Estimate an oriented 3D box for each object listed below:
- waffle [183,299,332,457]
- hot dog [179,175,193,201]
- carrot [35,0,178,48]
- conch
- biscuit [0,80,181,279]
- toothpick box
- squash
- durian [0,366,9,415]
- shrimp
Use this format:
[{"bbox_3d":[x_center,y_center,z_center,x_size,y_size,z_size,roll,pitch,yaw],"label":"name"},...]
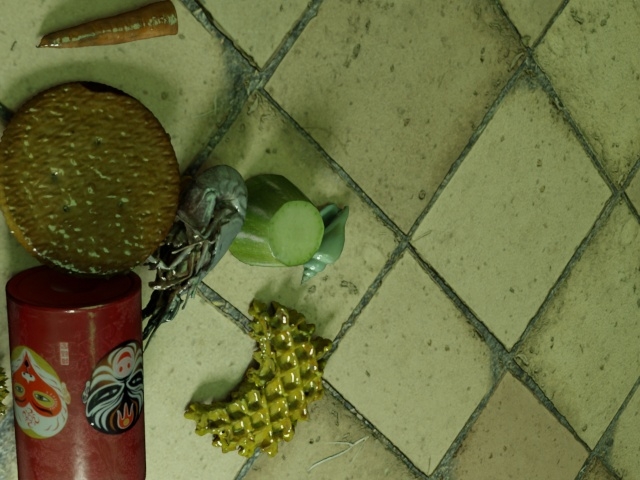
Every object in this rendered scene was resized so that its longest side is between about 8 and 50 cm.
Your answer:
[{"bbox_3d":[-0.093,0.268,2.131,0.260,0.069,0.292,36,82,-41],"label":"waffle"},{"bbox_3d":[-0.261,-0.062,1.893,0.137,0.028,0.044,-34,99,-30],"label":"hot dog"},{"bbox_3d":[-0.318,-0.316,1.740,0.224,0.057,0.057,-18,116,-32],"label":"carrot"},{"bbox_3d":[-0.002,0.002,2.120,0.088,0.065,0.180,34,68,-22],"label":"conch"},{"bbox_3d":[-0.345,-0.090,1.747,0.305,0.038,0.305,6,80,-36],"label":"biscuit"},{"bbox_3d":[-0.370,0.220,1.782,0.204,0.204,0.333,-12,113,-38],"label":"toothpick box"},{"bbox_3d":[-0.074,-0.027,2.013,0.170,0.123,0.170,-10,107,-34],"label":"squash"},{"bbox_3d":[-0.550,0.251,1.691,0.250,0.138,0.183,-21,110,-41],"label":"durian"},{"bbox_3d":[-0.225,0.028,1.874,0.343,0.116,0.145,-60,159,-10],"label":"shrimp"}]
